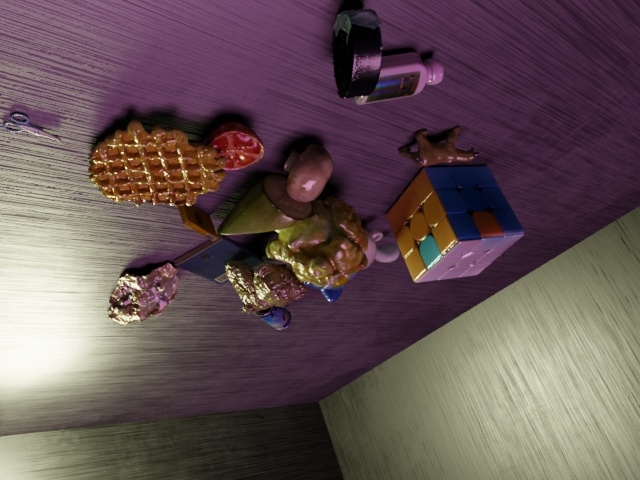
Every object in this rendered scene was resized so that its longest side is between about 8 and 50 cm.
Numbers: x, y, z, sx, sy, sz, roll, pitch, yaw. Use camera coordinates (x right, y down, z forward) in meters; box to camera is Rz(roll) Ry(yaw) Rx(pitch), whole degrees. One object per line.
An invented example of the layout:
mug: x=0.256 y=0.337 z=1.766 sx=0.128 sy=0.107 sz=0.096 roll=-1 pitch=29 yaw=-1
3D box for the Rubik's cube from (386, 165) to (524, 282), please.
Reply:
Rubik's cube: x=0.446 y=-0.056 z=2.103 sx=0.291 sy=0.291 sz=0.291 roll=-5 pitch=151 yaw=-29

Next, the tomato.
tomato: x=-0.217 y=-0.241 z=1.532 sx=0.156 sy=0.069 sz=0.155 roll=-7 pitch=151 yaw=-4

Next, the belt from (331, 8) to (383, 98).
belt: x=0.078 y=-0.407 z=1.344 sx=0.078 sy=0.151 sz=0.198 roll=-9 pitch=142 yaw=-13

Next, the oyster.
oyster: x=-0.589 y=0.200 z=2.076 sx=0.201 sy=0.107 sz=0.354 roll=4 pitch=145 yaw=-33

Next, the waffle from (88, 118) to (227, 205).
waffle: x=-0.393 y=-0.169 z=1.496 sx=0.312 sy=0.060 sz=0.307 roll=20 pitch=140 yaw=-32

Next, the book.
book: x=-0.336 y=0.070 z=2.093 sx=0.191 sy=0.025 sz=0.269 roll=-29 pitch=152 yaw=15

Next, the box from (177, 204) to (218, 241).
box: x=-0.351 y=-0.058 z=1.768 sx=0.023 sy=0.086 sz=0.155 roll=-28 pitch=152 yaw=13

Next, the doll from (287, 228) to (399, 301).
doll: x=0.066 y=0.064 z=2.222 sx=0.366 sy=0.187 sz=0.376 roll=-38 pitch=126 yaw=15

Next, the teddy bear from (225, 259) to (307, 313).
teddy bear: x=-0.172 y=0.148 z=2.048 sx=0.267 sy=0.156 sz=0.256 roll=28 pitch=143 yaw=-25

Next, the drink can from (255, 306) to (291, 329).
drink can: x=-0.197 y=0.293 z=2.535 sx=0.097 sy=0.097 sz=0.235 roll=-24 pitch=153 yaw=8

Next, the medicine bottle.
medicine bottle: x=0.189 y=-0.398 z=1.513 sx=0.219 sy=0.078 sz=0.115 roll=-12 pitch=151 yaw=-15

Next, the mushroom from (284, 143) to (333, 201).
mushroom: x=-0.039 y=-0.185 z=1.692 sx=0.166 sy=0.127 sz=0.166 roll=-61 pitch=172 yaw=-14

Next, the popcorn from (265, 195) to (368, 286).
popcorn: x=-0.004 y=-0.004 z=1.910 sx=0.274 sy=0.335 sz=0.279 roll=26 pitch=98 yaw=-40

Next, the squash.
squash: x=-0.163 y=-0.055 z=1.799 sx=0.189 sy=0.189 sz=0.260 roll=7 pitch=138 yaw=-43

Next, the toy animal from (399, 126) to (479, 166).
toy animal: x=0.357 y=-0.267 z=1.855 sx=0.219 sy=0.100 sz=0.103 roll=-9 pitch=150 yaw=-22

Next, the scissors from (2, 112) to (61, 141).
scissors: x=-0.611 y=-0.237 z=1.328 sx=0.058 sy=0.014 sz=0.119 roll=-35 pitch=147 yaw=28
